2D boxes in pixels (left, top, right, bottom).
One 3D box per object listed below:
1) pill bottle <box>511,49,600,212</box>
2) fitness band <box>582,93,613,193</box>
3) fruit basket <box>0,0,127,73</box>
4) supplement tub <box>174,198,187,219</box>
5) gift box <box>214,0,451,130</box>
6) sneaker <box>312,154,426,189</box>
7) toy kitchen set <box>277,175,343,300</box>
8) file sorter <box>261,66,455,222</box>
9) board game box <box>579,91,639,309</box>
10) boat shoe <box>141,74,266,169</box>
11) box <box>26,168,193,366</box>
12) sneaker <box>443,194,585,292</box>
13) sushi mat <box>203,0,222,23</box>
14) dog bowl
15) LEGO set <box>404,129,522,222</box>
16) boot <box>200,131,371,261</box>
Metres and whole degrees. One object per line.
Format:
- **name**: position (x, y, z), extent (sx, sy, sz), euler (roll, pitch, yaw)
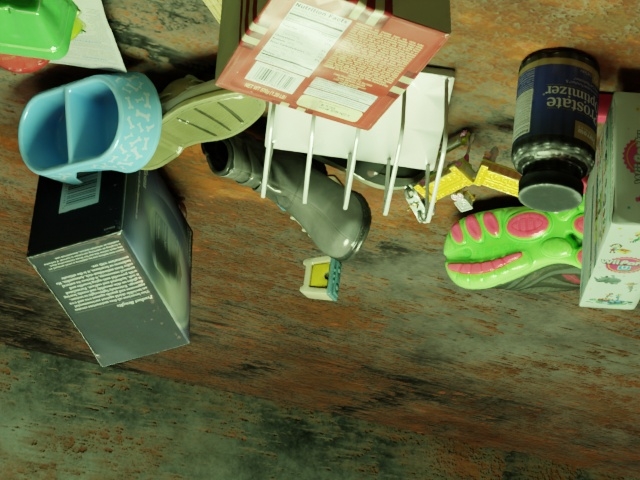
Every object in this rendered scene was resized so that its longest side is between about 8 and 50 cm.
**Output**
- **pill bottle**: position (0.344, -0.158, 1.978), extent (0.123, 0.219, 0.123), euler (7, 157, 3)
- **fitness band**: position (0.469, -0.151, 2.179), extent (0.209, 0.054, 0.291), euler (-18, 147, 41)
- **fruit basket**: position (-0.460, -0.334, 1.963), extent (0.327, 0.165, 0.353), euler (7, 172, 2)
- **supplement tub**: position (-0.361, -0.060, 2.575), extent (0.198, 0.106, 0.106), euler (24, 152, -33)
- **gift box**: position (-0.004, -0.314, 1.672), extent (0.255, 0.258, 0.276), euler (18, 146, -24)
- **sneaker**: position (0.090, -0.154, 2.243), extent (0.222, 0.083, 0.118), euler (16, 155, -15)
- **toy kitchen set**: position (0.000, 0.000, 2.521), extent (0.122, 0.166, 0.207), euler (-3, 155, 24)
- **file sorter**: position (0.051, -0.156, 2.067), extent (0.278, 0.173, 0.192), euler (8, 133, -1)
- **board game box**: position (0.467, -0.054, 2.062), extent (0.098, 0.224, 0.303), euler (5, 155, 5)
- **boat shoe**: position (-0.211, -0.214, 2.172), extent (0.302, 0.103, 0.113), euler (-19, 144, 35)
- **box**: position (-0.355, 0.005, 2.356), extent (0.183, 0.296, 0.294), euler (-15, 133, 10)
- **sneaker**: position (0.463, 0.002, 2.420), extent (0.483, 0.185, 0.202), euler (-1, 176, 32)
- **sushi mat**: position (-0.119, -0.377, 1.870), extent (0.152, 0.019, 0.316), euler (0, 155, 21)
- **dog bowl**: position (-0.383, -0.184, 2.186), extent (0.297, 0.165, 0.074), euler (-9, 173, 40)
- **LEGO set**: position (0.272, -0.113, 2.205), extent (0.287, 0.107, 0.132), euler (-6, 134, 27)
- **boot**: position (-0.071, -0.087, 2.208), extent (0.223, 0.118, 0.338), euler (20, -166, -33)
